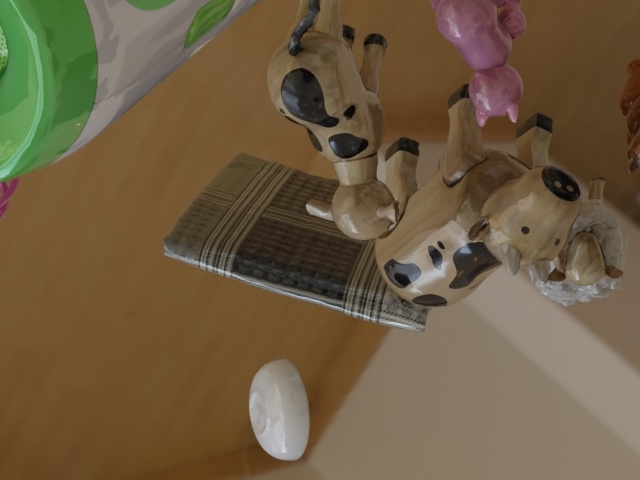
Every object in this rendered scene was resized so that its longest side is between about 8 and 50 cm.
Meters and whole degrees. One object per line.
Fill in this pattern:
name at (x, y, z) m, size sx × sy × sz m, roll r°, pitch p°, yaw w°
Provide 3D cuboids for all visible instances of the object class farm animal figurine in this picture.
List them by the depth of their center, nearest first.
farm animal figurine at (0.110, -0.040, 1.016) m, size 0.326 × 0.330 × 0.172 m, roll 111°, pitch -10°, yaw -62°

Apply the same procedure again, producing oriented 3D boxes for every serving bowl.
serving bowl at (-0.038, 0.138, 1.104) m, size 0.027 × 0.083 × 0.083 m, roll -5°, pitch 135°, yaw -25°

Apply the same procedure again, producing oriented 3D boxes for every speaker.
speaker at (-0.095, -0.134, 0.614) m, size 0.296 × 0.131 × 0.131 m, roll -54°, pitch 169°, yaw -55°

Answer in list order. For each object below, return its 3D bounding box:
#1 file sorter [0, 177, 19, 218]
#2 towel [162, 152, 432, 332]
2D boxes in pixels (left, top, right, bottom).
file sorter at (-0.413, -0.029, 1.235) m, size 0.202 × 0.182 × 0.291 m, roll -44°, pitch -172°, yaw -26°
towel at (0.000, 0.000, 1.617) m, size 0.324 × 0.312 × 0.056 m, roll -59°, pitch 163°, yaw -65°
